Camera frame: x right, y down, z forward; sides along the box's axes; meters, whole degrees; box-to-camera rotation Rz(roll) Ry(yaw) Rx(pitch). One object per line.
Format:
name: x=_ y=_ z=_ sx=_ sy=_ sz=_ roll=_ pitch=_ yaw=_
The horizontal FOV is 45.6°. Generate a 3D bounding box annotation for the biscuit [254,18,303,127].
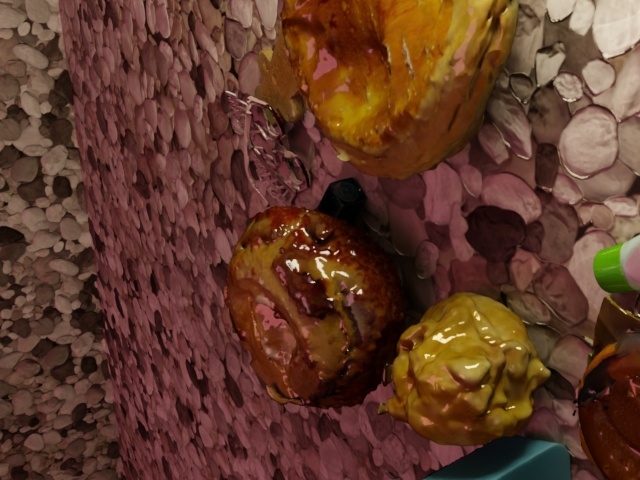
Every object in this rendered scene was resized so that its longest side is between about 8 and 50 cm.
biscuit: x=-0.066 y=-0.283 z=1.351 sx=0.153 sy=0.030 sz=0.234 roll=64 pitch=149 yaw=18

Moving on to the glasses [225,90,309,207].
glasses: x=-0.114 y=-0.154 z=1.406 sx=0.162 sy=0.095 sz=0.256 roll=20 pitch=136 yaw=61

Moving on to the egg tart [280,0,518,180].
egg tart: x=0.098 y=-0.293 z=0.923 sx=0.443 sy=0.178 sz=0.444 roll=37 pitch=134 yaw=50

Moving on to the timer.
timer: x=0.237 y=0.402 z=0.980 sx=0.091 sy=0.231 sz=0.250 roll=-4 pitch=101 yaw=57

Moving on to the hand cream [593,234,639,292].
hand cream: x=0.386 y=0.004 z=0.725 sx=0.079 sy=0.050 sz=0.275 roll=51 pitch=147 yaw=-12

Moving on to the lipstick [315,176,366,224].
lipstick: x=0.000 y=0.000 z=1.363 sx=0.051 sy=0.051 sz=0.312 roll=59 pitch=149 yaw=20

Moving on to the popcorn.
popcorn: x=0.185 y=0.163 z=0.997 sx=0.253 sy=0.191 sz=0.190 roll=168 pitch=100 yaw=-69

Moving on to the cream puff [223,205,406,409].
cream puff: x=0.003 y=0.100 z=1.221 sx=0.350 sy=0.228 sz=0.351 roll=33 pitch=135 yaw=41

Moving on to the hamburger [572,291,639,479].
hamburger: x=0.360 y=0.165 z=0.734 sx=0.261 sy=0.138 sz=0.243 roll=30 pitch=133 yaw=39

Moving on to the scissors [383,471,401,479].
scissors: x=0.163 y=0.524 z=1.373 sx=0.212 sy=0.021 sz=0.110 roll=56 pitch=143 yaw=29
